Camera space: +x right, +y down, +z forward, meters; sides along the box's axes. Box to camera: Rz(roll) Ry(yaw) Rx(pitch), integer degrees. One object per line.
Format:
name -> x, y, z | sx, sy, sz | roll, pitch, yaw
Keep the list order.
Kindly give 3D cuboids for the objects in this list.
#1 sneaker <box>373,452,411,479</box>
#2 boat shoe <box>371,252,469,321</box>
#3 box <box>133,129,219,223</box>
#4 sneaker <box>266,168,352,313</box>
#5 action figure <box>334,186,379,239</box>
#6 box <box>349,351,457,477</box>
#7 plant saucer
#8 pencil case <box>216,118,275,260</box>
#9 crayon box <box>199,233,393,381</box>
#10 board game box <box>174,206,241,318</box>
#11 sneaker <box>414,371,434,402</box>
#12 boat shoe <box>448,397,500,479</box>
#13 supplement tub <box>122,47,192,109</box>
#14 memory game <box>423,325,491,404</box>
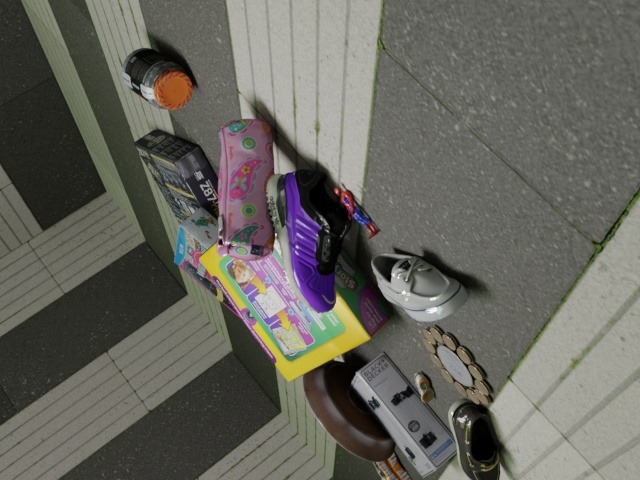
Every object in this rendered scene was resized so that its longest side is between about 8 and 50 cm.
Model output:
sneaker -> 0.214, 0.711, 2.461 | 0.083, 0.084, 0.215 | 20, 133, 67
boat shoe -> 0.156, 0.072, 1.369 | 0.084, 0.095, 0.258 | 55, 162, -17
box -> -0.399, -0.156, 2.410 | 0.395, 0.097, 0.318 | 25, 148, 57
sneaker -> 0.000, 0.000, 1.555 | 0.146, 0.102, 0.294 | -12, 101, 29
action figure -> 0.064, -0.054, 1.494 | 0.115, 0.030, 0.038 | 55, 168, 5
box -> 0.199, 0.422, 1.928 | 0.290, 0.087, 0.169 | 49, 163, 16
plant saucer -> 0.089, 0.419, 2.036 | 0.310, 0.050, 0.311 | 36, -155, -19
pencil case -> -0.151, -0.098, 1.600 | 0.124, 0.124, 0.284 | 128, 143, -72
crayon box -> -0.063, 0.100, 1.775 | 0.313, 0.106, 0.363 | -36, 90, 44
board game box -> -0.267, 0.079, 2.263 | 0.303, 0.097, 0.224 | 40, 149, 10
sneaker -> 0.229, 0.324, 1.774 | 0.037, 0.031, 0.083 | -125, 15, -52
boat shoe -> 0.322, 0.426, 1.619 | 0.068, 0.081, 0.228 | 32, 150, 59
supplement tub -> -0.389, -0.385, 1.915 | 0.190, 0.117, 0.117 | 37, 156, 46
memory game -> 0.263, 0.241, 1.546 | 0.186, 0.012, 0.186 | 48, 162, 21
